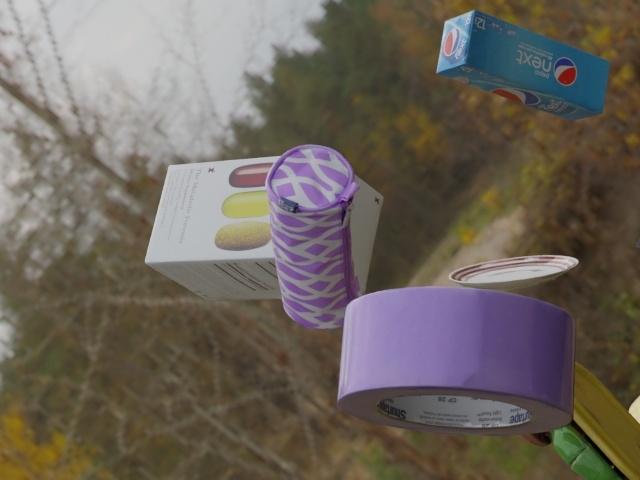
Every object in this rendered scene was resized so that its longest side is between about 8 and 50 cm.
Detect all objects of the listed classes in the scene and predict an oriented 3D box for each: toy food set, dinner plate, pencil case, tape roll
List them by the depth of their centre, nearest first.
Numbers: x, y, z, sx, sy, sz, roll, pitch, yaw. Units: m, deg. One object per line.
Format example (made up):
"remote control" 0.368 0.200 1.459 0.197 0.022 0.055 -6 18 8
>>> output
"tape roll" 0.110 0.100 1.237 0.189 0.189 0.080 125 150 -71
"toy food set" 0.234 0.174 1.423 0.071 0.218 0.128 -46 -15 19
"pencil case" 0.000 0.000 1.448 0.206 0.088 0.086 84 -151 -53
"dinner plate" 0.209 0.037 1.668 0.141 0.017 0.141 -9 8 1

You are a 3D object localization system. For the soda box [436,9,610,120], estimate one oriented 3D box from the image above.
"soda box" 0.250 -0.212 1.889 0.067 0.210 0.071 -11 66 62

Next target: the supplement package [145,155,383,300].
"supplement package" -0.067 -0.013 1.866 0.244 0.134 0.139 -3 66 36

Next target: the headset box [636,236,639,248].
"headset box" 0.451 0.010 1.245 0.246 0.283 0.131 5 -71 -45

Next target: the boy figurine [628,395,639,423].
"boy figurine" 0.453 0.223 1.967 0.177 0.092 0.285 -34 14 41
